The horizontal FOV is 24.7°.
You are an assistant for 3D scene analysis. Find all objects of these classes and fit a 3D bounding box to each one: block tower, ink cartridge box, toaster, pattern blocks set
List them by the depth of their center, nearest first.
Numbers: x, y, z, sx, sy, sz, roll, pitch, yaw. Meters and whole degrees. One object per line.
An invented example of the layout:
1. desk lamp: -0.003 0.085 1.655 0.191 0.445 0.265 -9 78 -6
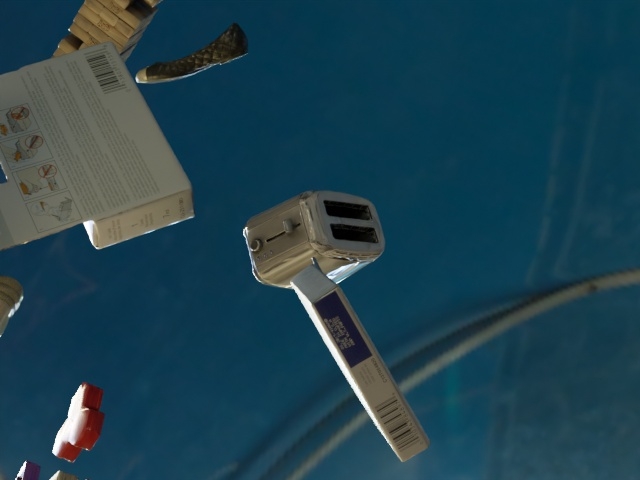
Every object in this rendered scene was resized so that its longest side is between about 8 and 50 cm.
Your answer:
1. pattern blocks set: -0.279 0.317 1.389 0.026 0.325 0.285 26 -62 -24
2. ink cartridge box: -0.310 -0.102 1.742 0.060 0.239 0.275 91 -26 -51
3. ink cartridge box: 0.040 0.137 1.750 0.223 0.045 0.224 60 -3 -10
4. block tower: -0.283 -0.379 2.193 0.097 0.091 0.335 37 -64 -4
5. toaster: 0.000 0.000 2.328 0.146 0.129 0.227 -28 -24 37

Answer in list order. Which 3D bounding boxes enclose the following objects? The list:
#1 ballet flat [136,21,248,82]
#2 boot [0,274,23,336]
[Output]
1. ballet flat: -0.183 -0.261 2.075 0.173 0.057 0.049 -18 -85 11
2. boot: -0.600 0.161 2.432 0.095 0.203 0.262 36 -30 -21
